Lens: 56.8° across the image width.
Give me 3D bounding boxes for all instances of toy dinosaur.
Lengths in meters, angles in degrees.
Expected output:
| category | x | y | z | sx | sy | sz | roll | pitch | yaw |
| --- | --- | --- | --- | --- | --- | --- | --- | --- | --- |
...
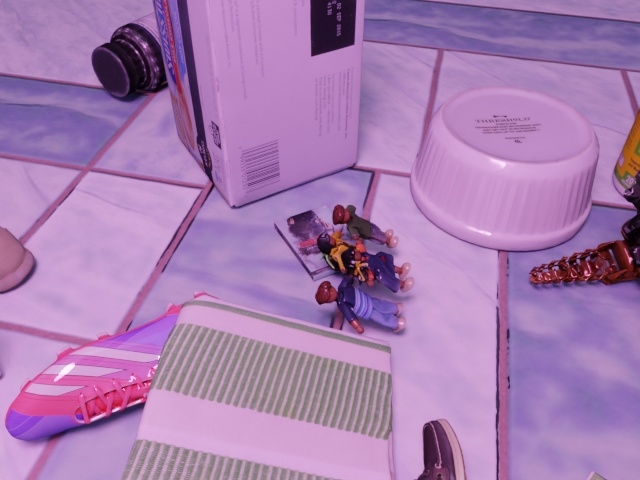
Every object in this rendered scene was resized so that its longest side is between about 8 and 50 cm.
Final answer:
| category | x | y | z | sx | sy | sz | roll | pitch | yaw |
| --- | --- | --- | --- | --- | --- | --- | --- | --- | --- |
| toy dinosaur | 0.429 | 0.004 | 0.710 | 0.322 | 0.218 | 0.164 | -37 | 65 | 2 |

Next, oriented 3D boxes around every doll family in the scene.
| category | x | y | z | sx | sy | sz | roll | pitch | yaw |
| --- | --- | --- | --- | --- | --- | --- | --- | --- | --- |
| doll family | 0.044 | 0.030 | 0.712 | 0.111 | 0.076 | 0.193 | 25 | 24 | -26 |

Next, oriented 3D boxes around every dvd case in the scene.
| category | x | y | z | sx | sy | sz | roll | pitch | yaw |
| --- | --- | --- | --- | --- | --- | --- | --- | --- | --- |
| dvd case | 0.000 | 0.000 | 0.812 | 0.087 | 0.013 | 0.119 | -19 | 48 | -21 |

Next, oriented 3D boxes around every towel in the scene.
| category | x | y | z | sx | sy | sz | roll | pitch | yaw |
| --- | --- | --- | --- | --- | --- | --- | --- | --- | --- |
| towel | -0.043 | 0.200 | 0.528 | 0.247 | 0.038 | 0.325 | 17 | 42 | -12 |

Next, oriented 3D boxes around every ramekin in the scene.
| category | x | y | z | sx | sy | sz | roll | pitch | yaw |
| --- | --- | --- | --- | --- | --- | --- | --- | --- | --- |
| ramekin | 0.271 | -0.119 | 0.865 | 0.272 | 0.127 | 0.273 | 1 | 43 | -1 |

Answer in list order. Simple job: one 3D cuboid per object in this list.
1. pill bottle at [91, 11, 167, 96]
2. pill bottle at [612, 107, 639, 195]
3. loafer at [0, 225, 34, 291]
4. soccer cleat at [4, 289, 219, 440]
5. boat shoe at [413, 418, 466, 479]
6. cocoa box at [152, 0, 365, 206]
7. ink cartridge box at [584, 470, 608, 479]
| category | x | y | z | sx | sy | sz | roll | pitch | yaw |
| --- | --- | --- | --- | --- | --- | --- | --- | --- | --- |
| pill bottle | -0.313 | -0.357 | 1.112 | 0.122 | 0.123 | 0.219 | 24 | 48 | 23 |
| pill bottle | 0.524 | -0.170 | 0.838 | 0.136 | 0.246 | 0.136 | 1 | 42 | -1 |
| loafer | -0.495 | -0.011 | 0.753 | 0.268 | 0.092 | 0.102 | 10 | 43 | 9 |
| soccer cleat | -0.190 | 0.138 | 0.612 | 0.248 | 0.083 | 0.095 | -28 | 54 | -31 |
| boat shoe | 0.104 | 0.231 | 0.532 | 0.049 | 0.056 | 0.152 | 4 | 43 | -5 |
| cocoa box | -0.091 | -0.273 | 0.860 | 0.231 | 0.347 | 0.228 | -23 | 47 | -23 |
| ink cartridge box | 0.202 | 0.257 | 0.466 | 0.062 | 0.109 | 0.209 | 35 | 52 | 30 |
